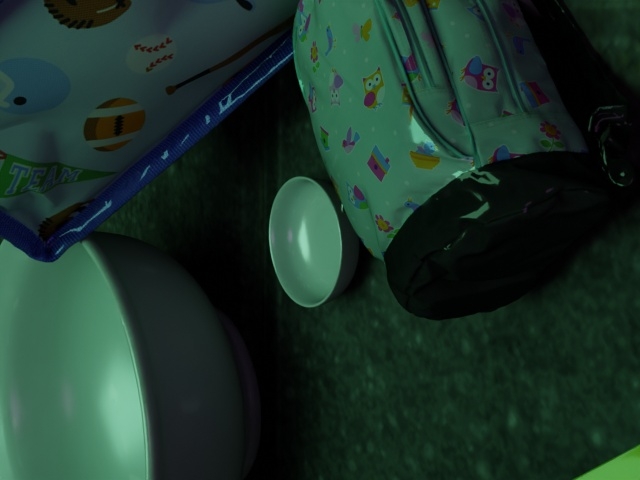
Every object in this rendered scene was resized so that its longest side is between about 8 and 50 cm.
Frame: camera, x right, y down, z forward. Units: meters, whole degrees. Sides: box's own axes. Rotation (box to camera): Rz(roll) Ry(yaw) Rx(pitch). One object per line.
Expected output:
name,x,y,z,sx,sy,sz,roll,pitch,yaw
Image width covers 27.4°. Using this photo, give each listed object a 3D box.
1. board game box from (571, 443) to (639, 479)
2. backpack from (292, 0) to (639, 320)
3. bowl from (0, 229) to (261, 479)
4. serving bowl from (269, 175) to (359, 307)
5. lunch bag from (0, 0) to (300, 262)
board game box,0.163,0.259,0.496,0.233,0.078,0.347,-34,64,21
backpack,0.060,-0.067,0.656,0.152,0.115,0.182,-48,54,51
bowl,-0.135,0.123,0.957,0.298,0.134,0.297,11,104,55
serving bowl,0.000,0.000,0.832,0.083,0.027,0.083,11,104,55
lunch bag,-0.142,-0.239,0.800,0.385,0.239,0.327,-35,58,20
